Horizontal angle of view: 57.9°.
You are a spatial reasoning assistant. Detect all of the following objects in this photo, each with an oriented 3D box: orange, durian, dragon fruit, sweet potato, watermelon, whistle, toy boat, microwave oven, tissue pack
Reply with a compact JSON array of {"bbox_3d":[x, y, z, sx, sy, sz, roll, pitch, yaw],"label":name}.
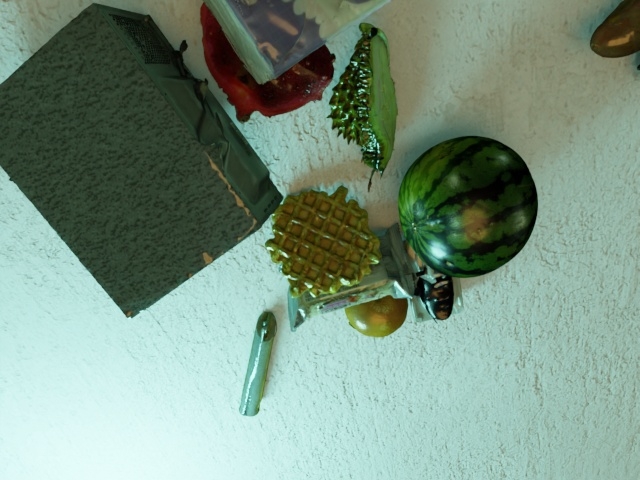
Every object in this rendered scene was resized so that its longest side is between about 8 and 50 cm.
[{"bbox_3d":[0.134,0.159,1.397,0.155,0.154,0.134,-7,161,-1],"label":"orange"},{"bbox_3d":[0.089,-0.262,1.150,0.132,0.107,0.375,-40,144,-26],"label":"durian"},{"bbox_3d":[-0.113,-0.328,1.099,0.262,0.134,0.211,34,125,-6],"label":"dragon fruit"},{"bbox_3d":[0.676,-0.458,1.108,0.385,0.109,0.109,-29,120,-2],"label":"sweet potato"},{"bbox_3d":[0.299,-0.073,1.187,0.285,0.285,0.285,-3,121,-4],"label":"watermelon"},{"bbox_3d":[-0.163,0.331,1.510,0.057,0.068,0.326,13,120,-2],"label":"whistle"},{"bbox_3d":[0.269,0.093,1.377,0.141,0.140,0.269,-14,133,2],"label":"toy boat"},{"bbox_3d":[-0.321,-0.146,1.048,0.374,0.236,0.432,-35,101,13],"label":"microwave oven"},{"bbox_3d":[-0.020,-0.447,0.940,0.344,0.125,0.242,-37,104,-13],"label":"tissue pack"}]

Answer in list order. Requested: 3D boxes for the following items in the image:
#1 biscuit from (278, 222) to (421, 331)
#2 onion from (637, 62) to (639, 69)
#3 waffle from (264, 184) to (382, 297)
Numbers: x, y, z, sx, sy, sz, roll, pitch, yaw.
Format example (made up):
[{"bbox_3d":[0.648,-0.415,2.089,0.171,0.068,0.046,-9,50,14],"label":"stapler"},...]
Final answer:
[{"bbox_3d":[0.058,0.087,1.327,0.309,0.186,0.079,-17,151,4],"label":"biscuit"},{"bbox_3d":[0.694,-0.363,1.173,0.107,0.097,0.107,-3,95,-35],"label":"onion"},{"bbox_3d":[0.000,0.000,1.267,0.243,0.059,0.237,-18,83,3],"label":"waffle"}]
